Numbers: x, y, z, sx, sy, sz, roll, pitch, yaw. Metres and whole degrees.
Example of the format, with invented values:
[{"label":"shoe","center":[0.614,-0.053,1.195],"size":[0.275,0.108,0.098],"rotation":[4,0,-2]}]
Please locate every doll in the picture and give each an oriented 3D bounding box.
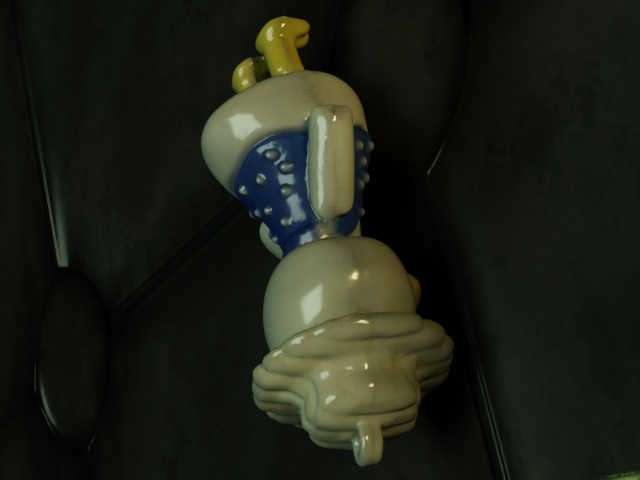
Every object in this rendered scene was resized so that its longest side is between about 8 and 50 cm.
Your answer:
[{"label":"doll","center":[0.000,0.000,1.003],"size":[0.138,0.119,0.293],"rotation":[120,144,-48]}]

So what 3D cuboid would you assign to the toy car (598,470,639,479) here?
[{"label":"toy car","center":[0.180,0.134,0.764],"size":[0.142,0.055,0.069],"rotation":[-14,85,46]}]
